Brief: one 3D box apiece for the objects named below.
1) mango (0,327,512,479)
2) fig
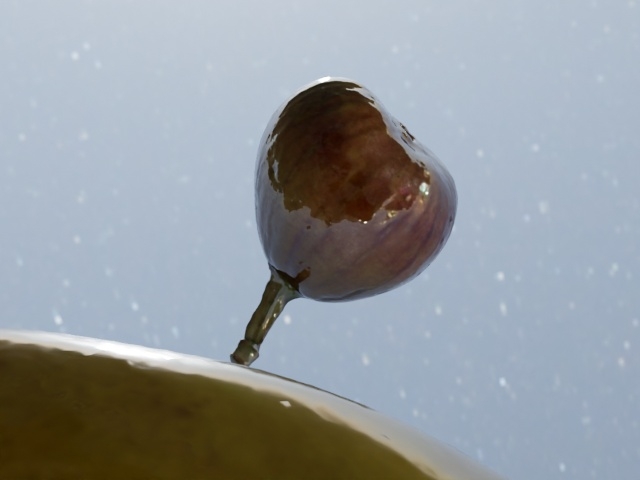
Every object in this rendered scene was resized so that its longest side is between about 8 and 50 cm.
[{"bbox_3d":[-0.062,0.189,0.604,0.445,0.300,0.232,19,-164,-1],"label":"mango"},{"bbox_3d":[0.020,-0.017,1.236,0.149,0.202,0.148,8,-144,-12],"label":"fig"}]
